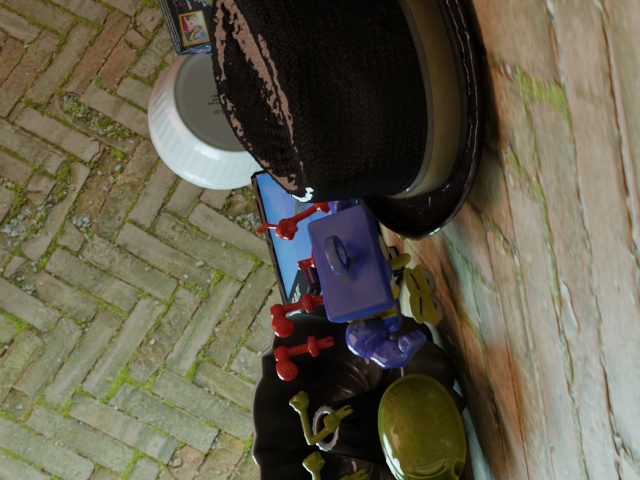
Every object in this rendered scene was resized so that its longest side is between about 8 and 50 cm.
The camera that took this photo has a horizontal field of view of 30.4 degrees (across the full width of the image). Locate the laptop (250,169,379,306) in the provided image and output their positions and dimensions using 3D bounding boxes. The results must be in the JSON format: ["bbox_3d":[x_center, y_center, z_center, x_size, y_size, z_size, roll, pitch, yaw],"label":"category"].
[{"bbox_3d":[0.000,0.000,1.720,0.264,0.136,0.234,-148,43,-80],"label":"laptop"}]

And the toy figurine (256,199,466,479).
[{"bbox_3d":[0.021,0.074,1.189,0.217,0.191,0.363,57,-159,-66],"label":"toy figurine"}]

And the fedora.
[{"bbox_3d":[-0.001,-0.149,1.033,0.334,0.152,0.334,43,141,49],"label":"fedora"}]

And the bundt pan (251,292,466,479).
[{"bbox_3d":[0.053,0.225,1.415,0.331,0.124,0.331,-8,80,53],"label":"bundt pan"}]

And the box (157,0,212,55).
[{"bbox_3d":[-0.162,-0.394,1.875,0.247,0.142,0.163,-51,-56,-78],"label":"box"}]

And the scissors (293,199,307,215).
[{"bbox_3d":[-0.019,-0.086,1.597,0.297,0.109,0.021,-21,47,65],"label":"scissors"}]

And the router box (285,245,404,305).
[{"bbox_3d":[0.025,0.080,1.561,0.179,0.133,0.046,108,148,-55],"label":"router box"}]

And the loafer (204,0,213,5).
[{"bbox_3d":[-0.128,-0.301,1.357,0.148,0.056,0.050,53,173,34],"label":"loafer"}]

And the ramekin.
[{"bbox_3d":[-0.171,-0.239,2.119,0.127,0.272,0.273,136,119,-69],"label":"ramekin"}]
